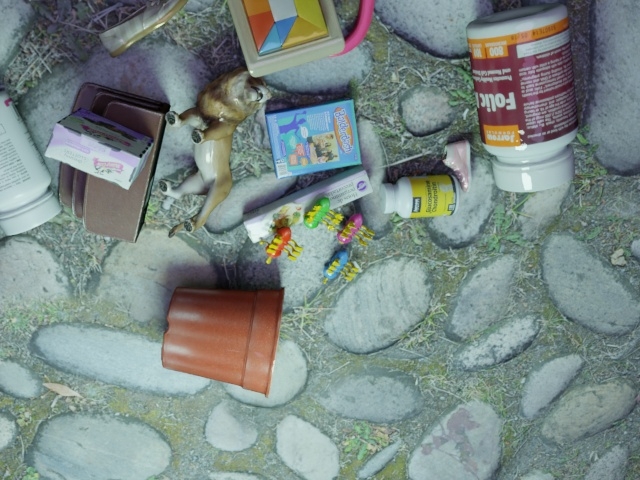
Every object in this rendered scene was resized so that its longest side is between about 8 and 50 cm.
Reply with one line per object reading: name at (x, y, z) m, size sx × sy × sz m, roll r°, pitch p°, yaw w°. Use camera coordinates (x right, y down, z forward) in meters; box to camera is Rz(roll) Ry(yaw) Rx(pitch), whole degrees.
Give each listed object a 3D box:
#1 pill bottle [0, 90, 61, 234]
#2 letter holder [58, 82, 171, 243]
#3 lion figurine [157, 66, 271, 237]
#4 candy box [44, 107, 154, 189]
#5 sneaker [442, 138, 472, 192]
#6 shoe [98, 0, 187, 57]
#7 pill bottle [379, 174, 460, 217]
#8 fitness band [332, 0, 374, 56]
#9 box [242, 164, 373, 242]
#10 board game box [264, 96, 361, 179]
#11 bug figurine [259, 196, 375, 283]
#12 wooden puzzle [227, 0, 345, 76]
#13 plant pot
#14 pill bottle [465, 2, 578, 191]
pill bottle at (-0.693, -0.166, 1.500) m, size 0.160 × 0.160 × 0.283 m, roll -21°, pitch 111°, yaw -1°
letter holder at (-0.478, -0.178, 1.537) m, size 0.214 × 0.152 × 0.302 m, roll 14°, pitch 107°, yaw -12°
lion figurine at (-0.244, -0.201, 1.570) m, size 0.142 × 0.240 × 0.392 m, roll 31°, pitch 123°, yaw 15°
candy box at (-0.428, -0.185, 1.358) m, size 0.164 × 0.196 × 0.070 m, roll 23°, pitch 105°, yaw -13°
sneaker at (0.339, -0.183, 1.721) m, size 0.070 × 0.051 × 0.134 m, roll -8°, pitch 108°, yaw -4°
shoe at (-0.380, -0.478, 1.483) m, size 0.219 × 0.076 × 0.058 m, roll -33°, pitch 116°, yaw 6°
pill bottle at (0.244, -0.108, 1.703) m, size 0.184 × 0.103 × 0.103 m, roll -4°, pitch 110°, yaw -8°
fitness band at (0.020, -0.559, 1.535) m, size 0.208 × 0.054 × 0.291 m, roll 3°, pitch 110°, yaw -13°
box at (-0.033, -0.091, 1.685) m, size 0.323 × 0.067 × 0.063 m, roll -24°, pitch 113°, yaw -1°
board game box at (-0.017, -0.244, 1.641) m, size 0.210 × 0.047 × 0.160 m, roll -10°, pitch 110°, yaw -5°
bug figurine at (0.000, 0.000, 1.684) m, size 0.279 × 0.072 × 0.216 m, roll 23°, pitch 117°, yaw -38°
wooden puzzle at (-0.078, -0.493, 1.468) m, size 0.220 × 0.044 × 0.239 m, roll -18°, pitch 102°, yaw -6°
plant pot at (-0.237, 0.230, 1.677) m, size 0.265 × 0.272 × 0.273 m, roll 8°, pitch 108°, yaw -4°
pill bottle at (0.474, -0.327, 1.598) m, size 0.224 × 0.224 × 0.392 m, roll -15°, pitch 111°, yaw -3°
